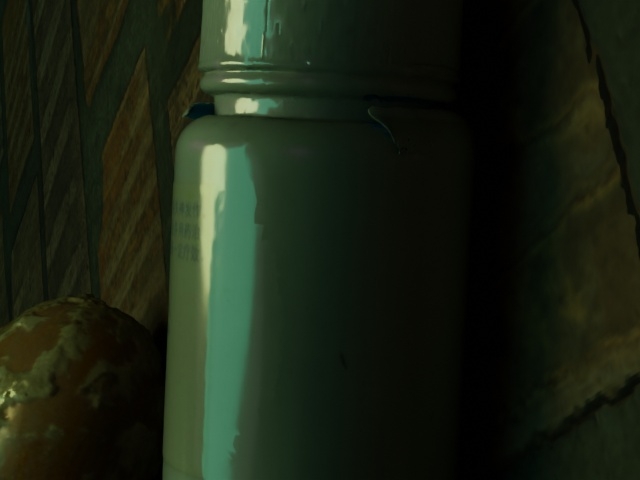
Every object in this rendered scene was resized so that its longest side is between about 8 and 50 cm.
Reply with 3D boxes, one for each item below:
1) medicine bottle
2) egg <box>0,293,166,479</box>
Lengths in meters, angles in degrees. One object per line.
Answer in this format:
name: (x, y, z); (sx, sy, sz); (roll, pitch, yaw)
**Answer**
medicine bottle: (0.000, 0.000, 0.599); (0.143, 0.143, 0.258); (-166, 77, -68)
egg: (-0.225, 0.163, 1.115); (0.195, 0.194, 0.233); (135, 145, -61)
